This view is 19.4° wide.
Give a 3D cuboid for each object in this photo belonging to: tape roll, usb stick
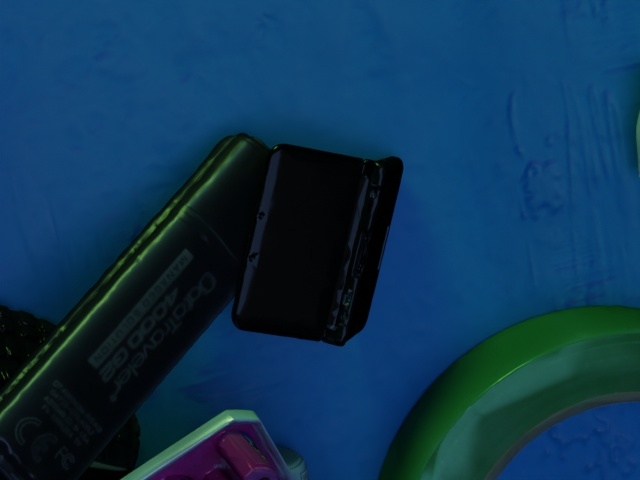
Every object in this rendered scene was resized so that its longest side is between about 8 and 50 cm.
[{"bbox_3d":[0.197,0.208,1.299,0.321,0.077,0.321,-2,102,-11],"label":"tape roll"},{"bbox_3d":[-0.108,0.045,1.159,0.278,0.045,0.077,-50,117,-26],"label":"usb stick"}]

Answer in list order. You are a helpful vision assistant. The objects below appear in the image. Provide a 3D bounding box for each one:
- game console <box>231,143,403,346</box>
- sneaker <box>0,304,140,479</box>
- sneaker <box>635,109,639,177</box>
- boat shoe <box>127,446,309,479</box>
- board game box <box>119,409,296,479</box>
[{"bbox_3d":[0.000,0.000,1.214,0.071,0.107,0.122,15,99,11],"label":"game console"},{"bbox_3d":[-0.257,0.103,1.185,0.283,0.107,0.124,23,125,-23],"label":"sneaker"},{"bbox_3d":[0.316,-0.067,1.277,0.212,0.080,0.094,5,112,-6],"label":"sneaker"},{"bbox_3d":[-0.114,0.191,1.224,0.226,0.083,0.076,-6,102,-12],"label":"boat shoe"},{"bbox_3d":[-0.131,0.333,1.167,0.390,0.050,0.390,-33,134,-7],"label":"board game box"}]
